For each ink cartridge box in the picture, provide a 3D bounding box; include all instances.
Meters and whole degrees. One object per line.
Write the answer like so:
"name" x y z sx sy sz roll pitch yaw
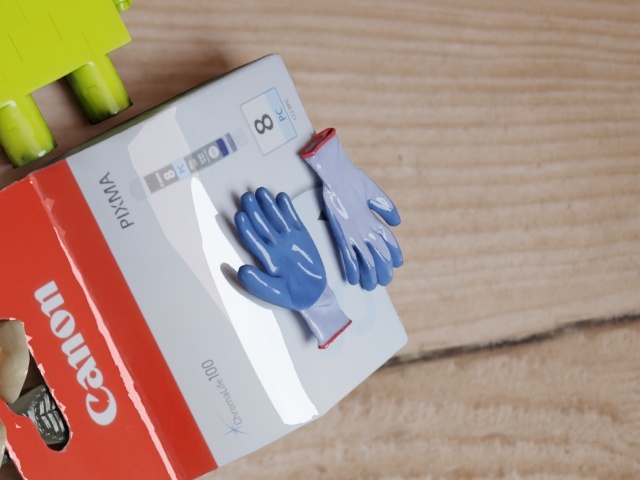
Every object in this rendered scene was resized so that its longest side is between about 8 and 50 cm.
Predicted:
"ink cartridge box" -0.115 0.047 1.012 0.385 0.091 0.308 -36 107 -43

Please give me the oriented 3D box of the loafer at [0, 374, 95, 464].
"loafer" -0.243 0.147 0.963 0.148 0.050 0.056 -14 94 -51

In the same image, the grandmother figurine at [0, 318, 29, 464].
"grandmother figurine" -0.380 0.091 0.782 0.342 0.104 0.208 17 80 -30

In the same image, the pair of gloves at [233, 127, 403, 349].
"pair of gloves" 0.000 0.000 1.059 0.198 0.023 0.159 -43 109 -40

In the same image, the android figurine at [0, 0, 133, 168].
"android figurine" -0.268 -0.206 0.977 0.248 0.056 0.273 -38 107 -33
